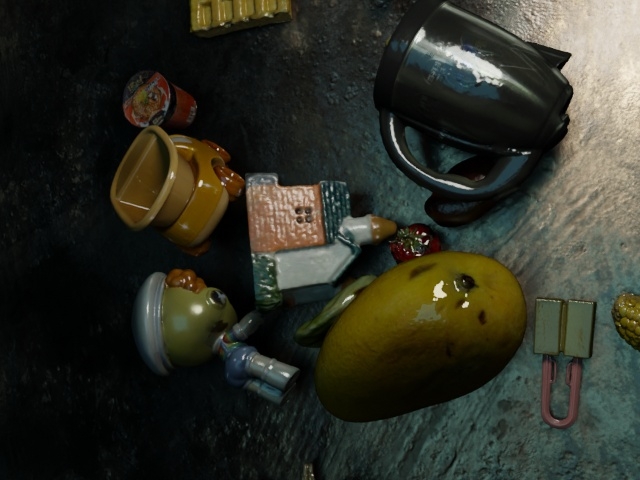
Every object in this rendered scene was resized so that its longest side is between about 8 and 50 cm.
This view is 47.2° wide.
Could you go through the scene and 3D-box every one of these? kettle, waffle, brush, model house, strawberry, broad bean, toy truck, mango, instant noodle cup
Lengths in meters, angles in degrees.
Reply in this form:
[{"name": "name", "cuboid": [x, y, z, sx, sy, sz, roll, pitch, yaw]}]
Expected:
[{"name": "kettle", "cuboid": [0.267, -0.229, 1.289, 0.324, 0.228, 0.321, 30, 89, 17]}, {"name": "waffle", "cuboid": [-0.176, -0.570, 1.586, 0.247, 0.055, 0.221, -4, 86, 24]}, {"name": "brush", "cuboid": [0.429, 0.221, 1.304, 0.103, 0.047, 0.234, 4, 90, 23]}, {"name": "model house", "cuboid": [0.000, 0.000, 1.451, 0.300, 0.190, 0.272, -6, 81, 3]}, {"name": "strawberry", "cuboid": [0.182, 0.020, 1.397, 0.106, 0.106, 0.106, -1, 88, 23]}, {"name": "broad bean", "cuboid": [0.040, 0.150, 1.423, 0.206, 0.153, 0.072, -37, 59, 4]}, {"name": "toy truck", "cuboid": [-0.291, -0.105, 1.502, 0.204, 0.211, 0.288, -55, 38, 14]}, {"name": "mango", "cuboid": [0.161, 0.187, 1.309, 0.445, 0.301, 0.221, -43, 42, 35]}, {"name": "broad bean", "cuboid": [0.274, -0.090, 1.362, 0.165, 0.084, 0.114, -48, 69, 8]}, {"name": "instant noodle cup", "cuboid": [-0.343, -0.297, 1.603, 0.127, 0.135, 0.127, -1, 88, 24]}]

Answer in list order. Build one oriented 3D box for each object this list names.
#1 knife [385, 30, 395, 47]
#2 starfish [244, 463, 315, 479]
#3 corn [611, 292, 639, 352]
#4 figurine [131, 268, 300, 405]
[{"name": "knife", "cuboid": [0.240, -0.511, 1.422, 0.343, 0.027, 0.061, -46, 68, 15]}, {"name": "starfish", "cuboid": [-0.059, 0.568, 1.502, 0.227, 0.043, 0.241, 8, 90, 22]}, {"name": "corn", "cuboid": [0.624, 0.191, 1.189, 0.321, 0.119, 0.119, 32, 100, 26]}, {"name": "figurine", "cuboid": [-0.224, 0.200, 1.479, 0.381, 0.205, 0.225, 18, 130, 27]}]
